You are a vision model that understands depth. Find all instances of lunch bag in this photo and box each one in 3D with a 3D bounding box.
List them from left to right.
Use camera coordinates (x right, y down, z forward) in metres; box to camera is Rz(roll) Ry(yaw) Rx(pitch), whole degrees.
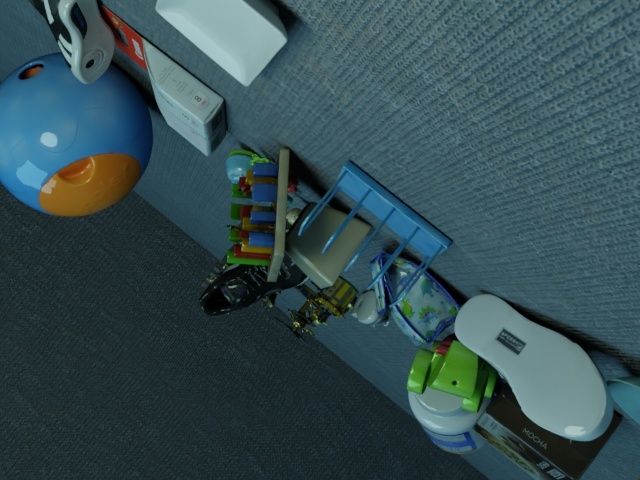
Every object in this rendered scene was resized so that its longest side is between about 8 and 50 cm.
[{"bbox_3d":[0.132,0.083,1.671,0.151,0.096,0.129,51,173,3],"label":"lunch bag"}]

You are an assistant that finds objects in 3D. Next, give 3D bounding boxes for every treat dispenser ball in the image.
[{"bbox_3d":[-0.439,-0.185,1.930,0.288,0.288,0.288,37,170,7],"label":"treat dispenser ball"}]

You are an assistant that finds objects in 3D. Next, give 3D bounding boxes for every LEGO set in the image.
[{"bbox_3d":[-0.100,0.100,2.280,0.331,0.192,0.255,41,170,-13],"label":"LEGO set"}]

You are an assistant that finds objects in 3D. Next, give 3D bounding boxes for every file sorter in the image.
[{"bbox_3d":[0.067,-0.003,1.456,0.170,0.104,0.118,38,171,2],"label":"file sorter"}]

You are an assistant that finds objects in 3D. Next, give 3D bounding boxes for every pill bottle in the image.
[{"bbox_3d":[0.244,0.293,2.030,0.152,0.152,0.272,34,169,25],"label":"pill bottle"}]

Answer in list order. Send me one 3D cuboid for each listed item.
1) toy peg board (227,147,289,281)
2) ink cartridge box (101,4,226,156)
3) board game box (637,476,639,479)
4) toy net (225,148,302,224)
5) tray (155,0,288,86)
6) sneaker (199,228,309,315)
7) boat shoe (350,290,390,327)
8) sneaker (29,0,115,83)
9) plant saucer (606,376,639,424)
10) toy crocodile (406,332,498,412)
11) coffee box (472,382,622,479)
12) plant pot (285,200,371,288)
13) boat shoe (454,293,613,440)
[{"bbox_3d":[-0.094,-0.036,1.628,0.079,0.161,0.160,3,164,-5],"label":"toy peg board"},{"bbox_3d":[-0.247,-0.238,1.684,0.232,0.066,0.189,34,170,3],"label":"ink cartridge box"},{"bbox_3d":[0.506,0.385,1.516,0.170,0.141,0.048,40,172,-9],"label":"board game box"},{"bbox_3d":[-0.050,-0.068,1.794,0.122,0.045,0.232,-19,130,44],"label":"toy net"},{"bbox_3d":[-0.107,-0.245,1.199,0.145,0.030,0.270,41,170,-8],"label":"tray"},{"bbox_3d":[-0.119,0.077,2.093,0.283,0.124,0.107,-33,92,41],"label":"sneaker"},{"bbox_3d":[0.104,0.140,2.116,0.063,0.066,0.184,25,169,-7],"label":"boat shoe"},{"bbox_3d":[-0.381,-0.336,1.652,0.121,0.079,0.217,41,159,16],"label":"sneaker"},{"bbox_3d":[0.431,0.212,1.307,0.195,0.037,0.195,37,170,8],"label":"plant saucer"},{"bbox_3d":[0.214,0.186,1.686,0.115,0.105,0.340,18,-174,14],"label":"toy crocodile"},{"bbox_3d":[0.347,0.291,1.734,0.168,0.119,0.297,38,171,11],"label":"coffee box"},{"bbox_3d":[0.000,0.000,1.676,0.096,0.109,0.109,35,171,-6],"label":"plant pot"},{"bbox_3d":[0.287,0.173,1.428,0.102,0.108,0.301,37,-179,-33],"label":"boat shoe"}]
